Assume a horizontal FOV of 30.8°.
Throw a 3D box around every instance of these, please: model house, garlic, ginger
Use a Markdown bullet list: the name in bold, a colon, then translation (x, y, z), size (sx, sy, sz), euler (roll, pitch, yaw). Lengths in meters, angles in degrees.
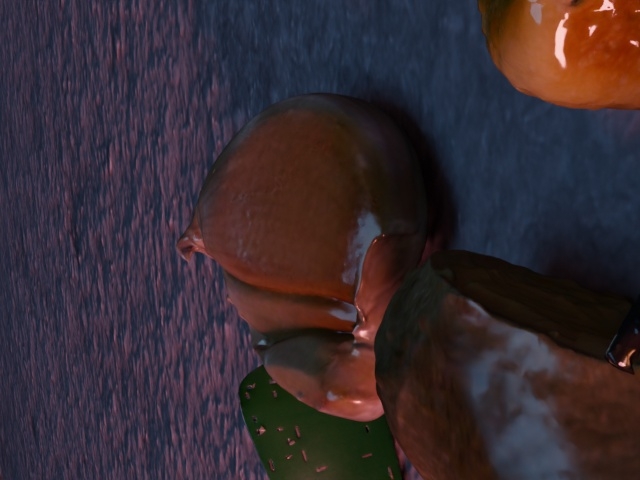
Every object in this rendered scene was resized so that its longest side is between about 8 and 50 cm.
- **model house**: translation (-0.005, 0.177, 0.914), size (0.167, 0.117, 0.088), euler (71, 157, 12)
- **garlic**: translation (0.000, 0.000, 0.851), size (0.228, 0.110, 0.217), euler (24, 109, 45)
- **ginger**: translation (0.120, 0.125, 0.599), size (0.276, 0.130, 0.221), euler (20, 111, 59)

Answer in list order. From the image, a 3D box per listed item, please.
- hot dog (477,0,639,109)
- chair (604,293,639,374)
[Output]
- **hot dog**: translation (0.131, -0.185, 0.426), size (0.153, 0.150, 0.256), euler (-100, 18, -56)
- **chair**: translation (0.209, 0.048, 0.327), size (0.141, 0.155, 0.260), euler (59, 176, -5)
